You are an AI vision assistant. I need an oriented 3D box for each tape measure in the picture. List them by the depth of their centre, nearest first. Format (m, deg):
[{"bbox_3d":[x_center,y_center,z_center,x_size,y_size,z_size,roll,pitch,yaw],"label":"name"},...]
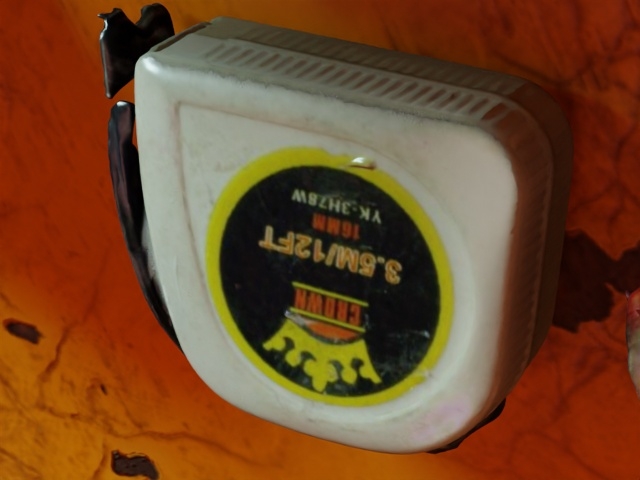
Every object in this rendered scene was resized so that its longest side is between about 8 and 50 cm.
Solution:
[{"bbox_3d":[0.000,0.000,1.140,0.271,0.133,0.231,14,116,19],"label":"tape measure"}]

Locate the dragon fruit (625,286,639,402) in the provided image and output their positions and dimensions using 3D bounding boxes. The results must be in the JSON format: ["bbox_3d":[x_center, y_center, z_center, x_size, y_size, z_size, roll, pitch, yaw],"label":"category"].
[{"bbox_3d":[0.294,0.053,0.936,0.295,0.295,0.301,44,142,-4],"label":"dragon fruit"}]
